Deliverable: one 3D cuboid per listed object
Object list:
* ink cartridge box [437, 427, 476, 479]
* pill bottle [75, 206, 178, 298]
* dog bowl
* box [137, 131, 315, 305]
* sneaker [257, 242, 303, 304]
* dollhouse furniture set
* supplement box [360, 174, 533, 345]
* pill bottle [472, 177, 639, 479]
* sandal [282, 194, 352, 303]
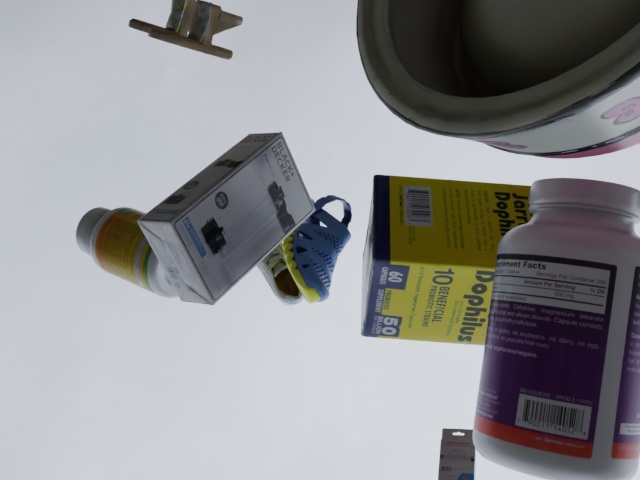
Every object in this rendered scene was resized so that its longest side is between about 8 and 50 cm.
[{"bbox_3d":[0.187,0.299,1.092,0.048,0.028,0.083,0,-134,15],"label":"ink cartridge box"},{"bbox_3d":[-0.355,0.013,1.549,0.246,0.136,0.136,19,-128,33],"label":"pill bottle"},{"bbox_3d":[0.232,-0.255,0.739,0.408,0.150,0.408,-22,-123,38],"label":"dog bowl"},{"bbox_3d":[-0.149,-0.044,1.359,0.087,0.169,0.290,2,-146,42],"label":"box"},{"bbox_3d":[-0.105,0.039,1.765,0.087,0.228,0.092,-36,180,-11],"label":"sneaker"},{"bbox_3d":[-0.294,-0.560,1.452,0.256,0.362,0.394,10,-166,-32],"label":"dollhouse furniture set"},{"bbox_3d":[0.251,0.037,1.286,0.357,0.194,0.195,4,-134,0],"label":"supplement box"},{"bbox_3d":[0.282,0.100,0.911,0.181,0.181,0.323,7,-95,24],"label":"pill bottle"},{"bbox_3d":[0.000,0.000,1.674,0.138,0.126,0.317,-16,-140,11],"label":"sandal"}]
